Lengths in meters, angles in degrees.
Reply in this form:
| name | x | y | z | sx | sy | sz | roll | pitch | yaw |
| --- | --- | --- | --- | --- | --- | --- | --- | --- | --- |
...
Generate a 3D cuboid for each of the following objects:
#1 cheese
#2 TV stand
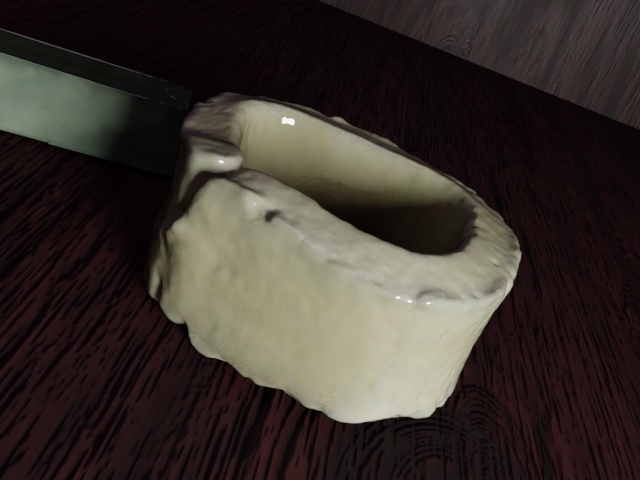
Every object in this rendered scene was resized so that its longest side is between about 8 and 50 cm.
| name | x | y | z | sx | sy | sz | roll | pitch | yaw |
| --- | --- | --- | --- | --- | --- | --- | --- | --- | --- |
| cheese | 0.000 | -0.001 | 0.685 | 0.332 | 0.153 | 0.292 | 26 | 26 | 10 |
| TV stand | -0.280 | -0.156 | 0.826 | 0.270 | 0.088 | 0.082 | 17 | 26 | -12 |
